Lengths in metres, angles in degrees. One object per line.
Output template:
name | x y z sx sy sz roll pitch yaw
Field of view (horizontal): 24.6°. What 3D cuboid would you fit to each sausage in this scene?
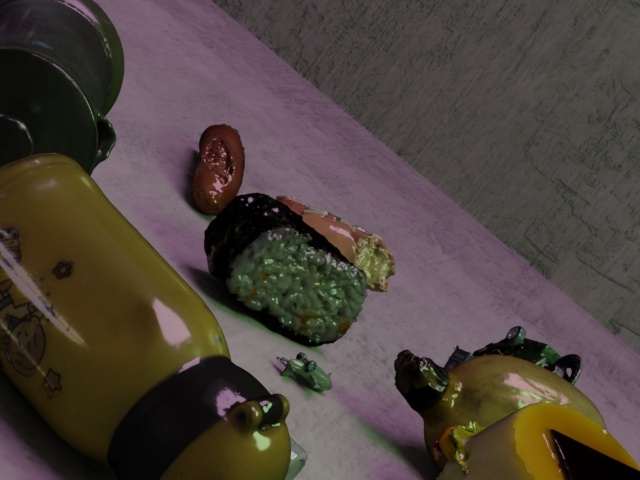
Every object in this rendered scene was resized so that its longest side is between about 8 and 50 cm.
sausage | -0.151 -0.116 2.194 0.079 0.087 0.327 23 15 -9

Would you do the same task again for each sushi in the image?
sushi | -0.043 0.040 1.848 0.225 0.136 0.126 35 14 -48

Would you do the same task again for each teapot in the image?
teapot | -0.353 -0.161 1.613 0.270 0.200 0.337 9 20 -8

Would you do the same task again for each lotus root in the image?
lotus root | 0.214 0.227 1.787 0.310 0.183 0.183 27 16 -22

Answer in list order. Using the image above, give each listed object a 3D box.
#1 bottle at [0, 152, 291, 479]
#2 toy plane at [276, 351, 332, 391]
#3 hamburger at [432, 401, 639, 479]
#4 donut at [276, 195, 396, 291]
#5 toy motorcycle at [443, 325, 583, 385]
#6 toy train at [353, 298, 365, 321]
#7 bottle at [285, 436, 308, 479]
bottle | -0.168 0.099 1.224 0.351 0.171 0.171 46 15 23
toy plane | -0.013 0.156 1.740 0.083 0.033 0.080 29 2 -38
hamburger | 0.251 0.315 1.586 0.276 0.179 0.294 24 29 -31
donut | 0.000 0.000 2.112 0.199 0.085 0.233 24 1 22
toy motorcycle | 0.252 0.215 2.011 0.124 0.187 0.274 41 -7 -16
toy train | 0.018 0.085 2.047 0.081 0.050 0.122 27 9 5
bottle | -0.104 0.156 1.439 0.217 0.060 0.060 43 14 22
